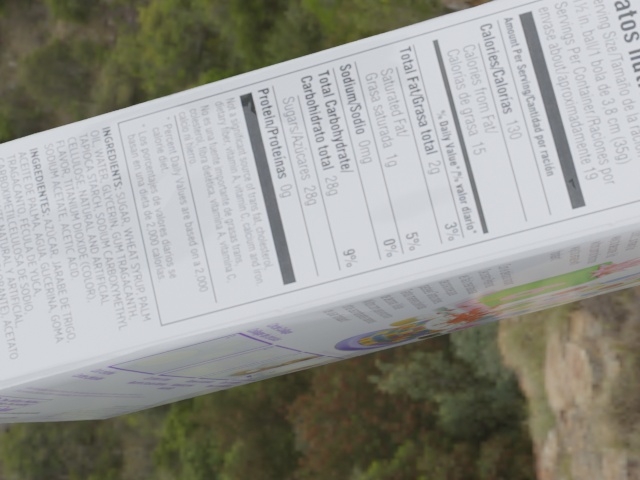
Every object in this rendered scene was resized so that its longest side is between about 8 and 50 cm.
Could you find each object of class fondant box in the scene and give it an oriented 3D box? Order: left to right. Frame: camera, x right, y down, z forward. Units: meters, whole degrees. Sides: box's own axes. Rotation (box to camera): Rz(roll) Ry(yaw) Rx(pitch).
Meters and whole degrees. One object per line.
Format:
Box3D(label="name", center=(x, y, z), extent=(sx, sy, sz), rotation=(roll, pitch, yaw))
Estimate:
Box3D(label="fondant box", center=(0.000, 0.000, 0.525), extent=(0.238, 0.330, 0.096), rotation=(36, -139, -77))
